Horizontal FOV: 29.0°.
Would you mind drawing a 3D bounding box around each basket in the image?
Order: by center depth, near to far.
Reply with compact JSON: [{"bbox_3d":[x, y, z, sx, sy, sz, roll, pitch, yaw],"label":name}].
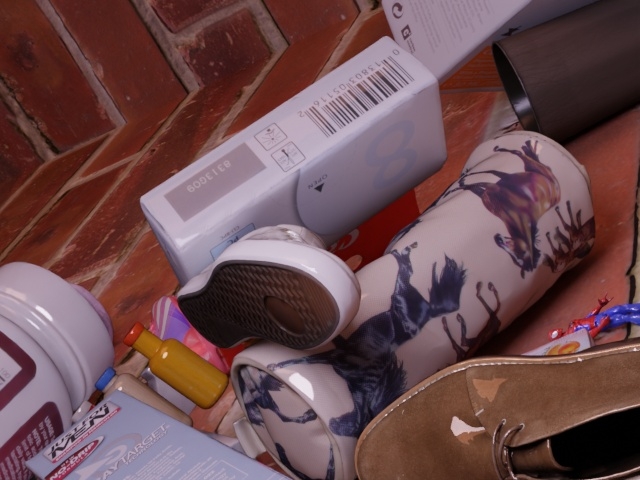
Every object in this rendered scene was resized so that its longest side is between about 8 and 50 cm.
[{"bbox_3d":[0.350,-0.227,1.558,0.226,0.154,0.204,-25,-3,5],"label":"basket"}]

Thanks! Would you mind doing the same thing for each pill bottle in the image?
[{"bbox_3d":[-0.423,0.211,1.385,0.224,0.224,0.392,-12,27,43],"label":"pill bottle"}]

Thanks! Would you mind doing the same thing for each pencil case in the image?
[{"bbox_3d":[0.092,0.066,1.213,0.410,0.160,0.183,-40,0,-24],"label":"pencil case"}]

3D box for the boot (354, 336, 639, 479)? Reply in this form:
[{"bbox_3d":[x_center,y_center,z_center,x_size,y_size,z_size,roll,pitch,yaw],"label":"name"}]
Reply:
[{"bbox_3d":[0.150,0.151,0.963,0.305,0.112,0.115,-20,5,25],"label":"boot"}]

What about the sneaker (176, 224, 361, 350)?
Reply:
[{"bbox_3d":[-0.030,0.022,1.077,0.123,0.106,0.290,-42,14,-23],"label":"sneaker"}]

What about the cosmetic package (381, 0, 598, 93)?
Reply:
[{"bbox_3d":[0.308,-0.365,1.614,0.230,0.162,0.453,-7,-19,-35],"label":"cosmetic package"}]

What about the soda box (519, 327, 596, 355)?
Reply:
[{"bbox_3d":[0.160,0.146,1.060,0.183,0.063,0.058,-26,21,17],"label":"soda box"}]

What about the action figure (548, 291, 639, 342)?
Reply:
[{"bbox_3d":[0.264,0.072,1.143,0.115,0.030,0.038,-25,25,23],"label":"action figure"}]

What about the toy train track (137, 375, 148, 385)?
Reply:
[{"bbox_3d":[-0.214,0.169,1.631,0.048,0.014,0.083,-29,13,27],"label":"toy train track"}]

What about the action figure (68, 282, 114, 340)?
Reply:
[{"bbox_3d":[-0.512,0.171,1.714,0.370,0.248,0.276,-21,21,18],"label":"action figure"}]

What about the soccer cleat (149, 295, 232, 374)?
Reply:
[{"bbox_3d":[-0.188,0.134,1.573,0.095,0.083,0.248,-32,23,-13],"label":"soccer cleat"}]

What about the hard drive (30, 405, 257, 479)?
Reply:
[{"bbox_3d":[-0.246,0.284,1.349,0.233,0.047,0.353,-42,21,-28],"label":"hard drive"}]

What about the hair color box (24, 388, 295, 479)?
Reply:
[{"bbox_3d":[-0.092,0.251,0.992,0.113,0.185,0.374,-40,21,-21],"label":"hair color box"}]

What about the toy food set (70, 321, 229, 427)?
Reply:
[{"bbox_3d":[-0.184,0.160,1.237,0.111,0.104,0.232,-55,8,-21],"label":"toy food set"}]

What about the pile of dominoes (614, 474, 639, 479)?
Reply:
[{"bbox_3d":[0.212,0.256,0.794,0.196,0.040,0.251,-20,31,29],"label":"pile of dominoes"}]

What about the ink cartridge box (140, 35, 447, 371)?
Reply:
[{"bbox_3d":[0.000,0.000,1.348,0.308,0.385,0.091,-35,57,-11],"label":"ink cartridge box"}]
